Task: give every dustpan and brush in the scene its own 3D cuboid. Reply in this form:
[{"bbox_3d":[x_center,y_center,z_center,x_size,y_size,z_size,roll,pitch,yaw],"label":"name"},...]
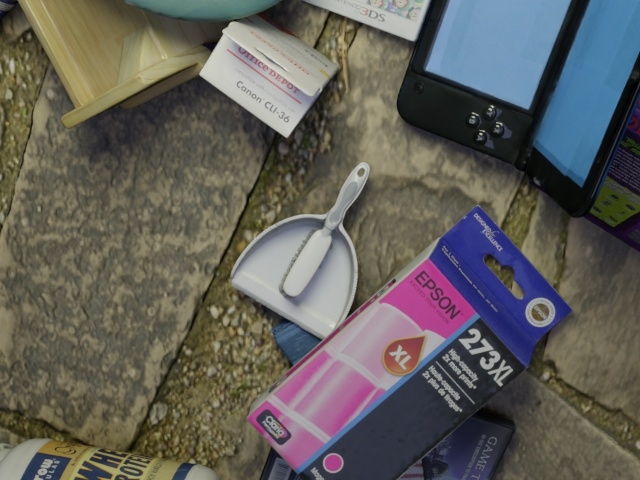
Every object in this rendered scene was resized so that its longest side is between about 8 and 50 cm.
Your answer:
[{"bbox_3d":[0.000,0.000,1.154,0.147,0.060,0.211,31,94,0],"label":"dustpan and brush"}]

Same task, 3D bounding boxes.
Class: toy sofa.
[{"bbox_3d":[-0.259,-0.321,1.058,0.150,0.177,0.362,-18,104,38],"label":"toy sofa"}]

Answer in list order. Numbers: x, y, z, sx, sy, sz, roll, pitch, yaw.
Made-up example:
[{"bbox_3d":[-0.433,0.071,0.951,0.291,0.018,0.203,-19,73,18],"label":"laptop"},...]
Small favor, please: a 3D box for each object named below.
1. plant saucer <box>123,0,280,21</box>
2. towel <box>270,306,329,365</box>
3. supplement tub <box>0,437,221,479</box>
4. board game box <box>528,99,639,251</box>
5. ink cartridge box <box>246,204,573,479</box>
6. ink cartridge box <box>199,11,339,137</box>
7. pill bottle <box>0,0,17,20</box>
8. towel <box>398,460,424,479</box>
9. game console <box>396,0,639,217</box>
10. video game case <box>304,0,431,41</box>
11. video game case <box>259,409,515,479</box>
[{"bbox_3d":[-0.127,-0.375,0.966,0.318,0.044,0.317,3,81,-19],"label":"plant saucer"},{"bbox_3d":[-0.004,0.143,1.219,0.067,0.029,0.119,-32,100,16],"label":"towel"},{"bbox_3d":[-0.298,0.375,1.229,0.316,0.228,0.228,8,108,5],"label":"supplement tub"},{"bbox_3d":[0.415,-0.025,1.028,0.347,0.208,0.056,32,70,-3],"label":"board game box"},{"bbox_3d":[0.106,0.145,1.143,0.371,0.069,0.176,-42,94,3],"label":"ink cartridge box"},{"bbox_3d":[-0.054,-0.177,1.034,0.115,0.198,0.067,35,109,-3],"label":"ink cartridge box"},{"bbox_3d":[-0.420,-0.264,1.113,0.169,0.094,0.094,-40,98,17],"label":"pill bottle"},{"bbox_3d":[0.064,0.330,1.231,0.144,0.029,0.197,-6,110,5],"label":"towel"},{"bbox_3d":[0.210,-0.209,0.975,0.250,0.173,0.293,24,109,15],"label":"game console"},{"bbox_3d":[0.064,-0.314,1.057,0.143,0.019,0.157,23,110,11],"label":"video game case"},{"bbox_3d":[0.081,0.269,1.230,0.274,0.026,0.196,18,113,-5],"label":"video game case"}]
